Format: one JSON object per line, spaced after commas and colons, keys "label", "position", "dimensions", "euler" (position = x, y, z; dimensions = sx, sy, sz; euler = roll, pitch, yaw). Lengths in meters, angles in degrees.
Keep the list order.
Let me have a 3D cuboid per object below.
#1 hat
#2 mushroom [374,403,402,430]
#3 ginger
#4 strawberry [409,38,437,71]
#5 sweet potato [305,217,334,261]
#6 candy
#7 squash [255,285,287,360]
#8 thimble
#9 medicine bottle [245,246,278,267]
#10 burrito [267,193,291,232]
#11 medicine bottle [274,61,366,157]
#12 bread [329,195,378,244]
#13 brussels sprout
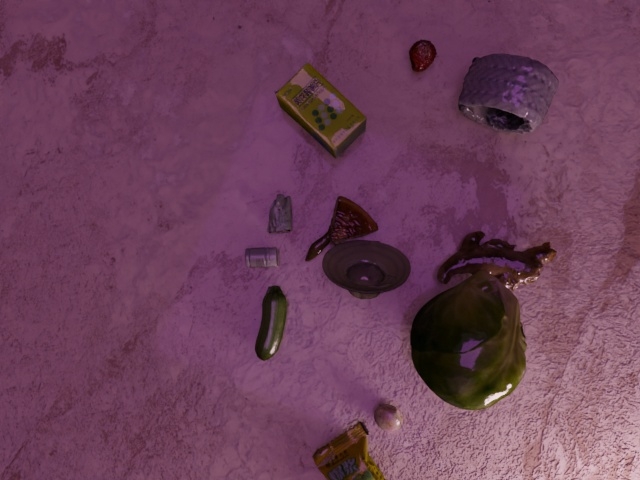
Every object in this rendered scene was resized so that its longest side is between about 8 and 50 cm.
{"label": "hat", "position": [0.126, 0.108, 1.580], "dimensions": [0.252, 0.252, 0.110], "euler": [2, 125, 2]}
{"label": "mushroom", "position": [0.194, 0.503, 1.580], "dimensions": [0.084, 0.067, 0.083], "euler": [10, 119, 18]}
{"label": "ginger", "position": [0.507, 0.058, 1.598], "dimensions": [0.333, 0.080, 0.166], "euler": [3, 73, 9]}
{"label": "strawberry", "position": [0.302, -0.550, 1.648], "dimensions": [0.083, 0.083, 0.096], "euler": [25, 96, 4]}
{"label": "sweet potato", "position": [0.006, 0.003, 1.636], "dimensions": [0.041, 0.038, 0.153], "euler": [35, 85, 15]}
{"label": "candy", "position": [0.121, 0.683, 1.560], "dimensions": [0.187, 0.081, 0.297], "euler": [-34, 85, 1]}
{"label": "squash", "position": [-0.142, 0.240, 1.608], "dimensions": [0.077, 0.068, 0.219], "euler": [7, 85, 7]}
{"label": "thimble", "position": [0.522, -0.409, 1.560], "dimensions": [0.246, 0.217, 0.157], "euler": [23, 86, 17]}
{"label": "medicine bottle", "position": [-0.173, 0.050, 1.628], "dimensions": [0.091, 0.058, 0.058], "euler": [-2, 86, 2]}
{"label": "burrito", "position": [-0.122, -0.079, 1.645], "dimensions": [0.074, 0.044, 0.118], "euler": [2, 90, 6]}
{"label": "medicine bottle", "position": [0.003, -0.374, 1.614], "dimensions": [0.250, 0.141, 0.137], "euler": [44, 91, 4]}
{"label": "bread", "position": [0.077, -0.067, 1.625], "dimensions": [0.154, 0.054, 0.136], "euler": [-18, 83, -17]}
{"label": "brussels sprout", "position": [0.396, 0.261, 1.480], "dimensions": [0.281, 0.289, 0.354], "euler": [33, 82, -10]}
